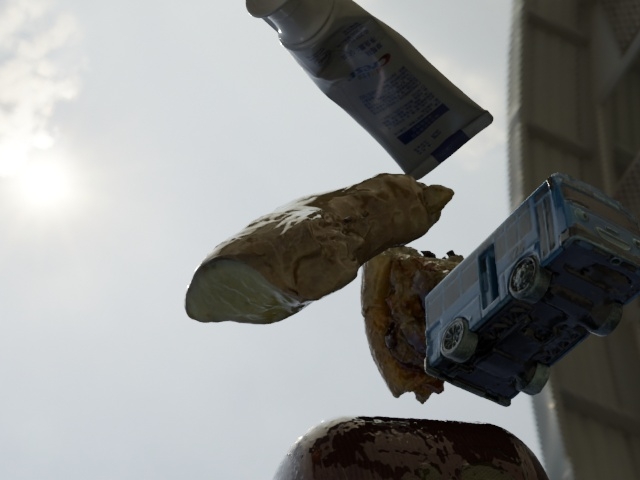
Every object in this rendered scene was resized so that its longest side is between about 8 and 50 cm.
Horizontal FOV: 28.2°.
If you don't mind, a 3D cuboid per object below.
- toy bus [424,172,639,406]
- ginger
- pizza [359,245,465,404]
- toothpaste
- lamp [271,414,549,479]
[{"bbox_3d":[0.165,0.036,0.986,0.090,0.185,0.106,26,-140,-21],"label":"toy bus"},{"bbox_3d":[-0.004,0.001,0.917,0.137,0.074,0.213,-5,-160,38],"label":"ginger"},{"bbox_3d":[0.130,0.070,1.155,0.069,0.193,0.154,-10,-90,-69],"label":"pizza"},{"bbox_3d":[0.042,-0.143,1.090,0.266,0.096,0.061,36,-156,-40],"label":"toothpaste"},{"bbox_3d":[0.061,0.217,0.916,0.258,0.180,0.180,3,-143,-18],"label":"lamp"}]
